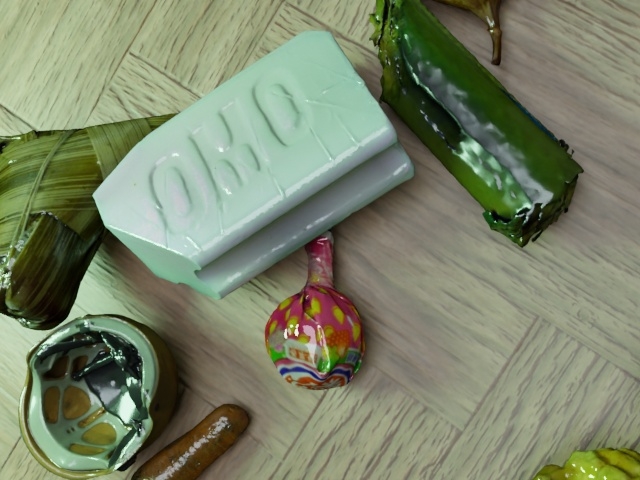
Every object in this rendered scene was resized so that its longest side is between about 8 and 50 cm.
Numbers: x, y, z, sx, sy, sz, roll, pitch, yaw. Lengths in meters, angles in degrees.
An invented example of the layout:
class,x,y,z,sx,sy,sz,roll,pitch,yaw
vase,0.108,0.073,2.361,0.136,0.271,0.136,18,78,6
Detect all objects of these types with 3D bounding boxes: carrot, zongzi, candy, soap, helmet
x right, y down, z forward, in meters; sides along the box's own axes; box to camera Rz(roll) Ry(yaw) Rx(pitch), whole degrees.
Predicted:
class,x,y,z,sx,sy,sz,roll,pitch,yaw
carrot,-0.165,0.275,1.204,0.186,0.060,0.060,-39,75,4
zongzi,-0.286,-0.041,1.202,0.288,0.134,0.286,-12,55,7
candy,0.000,0.000,1.161,0.124,0.124,0.366,-3,76,18
soap,-0.087,-0.081,1.123,0.347,0.115,0.208,-33,57,6
helmet,-0.270,0.193,1.207,0.224,0.130,0.198,-47,73,21

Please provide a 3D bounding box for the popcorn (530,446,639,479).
class,x,y,z,sx,sy,sz,roll,pitch,yaw
popcorn,0.300,0.307,0.981,0.197,0.155,0.198,-13,73,48

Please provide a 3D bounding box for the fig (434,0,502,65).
class,x,y,z,sx,sy,sz,roll,pitch,yaw
fig,0.188,-0.311,1.112,0.146,0.134,0.201,-32,92,26

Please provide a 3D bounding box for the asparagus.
class,x,y,z,sx,sy,sz,roll,pitch,yaw
asparagus,0.152,-0.165,1.112,0.128,0.108,0.382,-43,72,12
